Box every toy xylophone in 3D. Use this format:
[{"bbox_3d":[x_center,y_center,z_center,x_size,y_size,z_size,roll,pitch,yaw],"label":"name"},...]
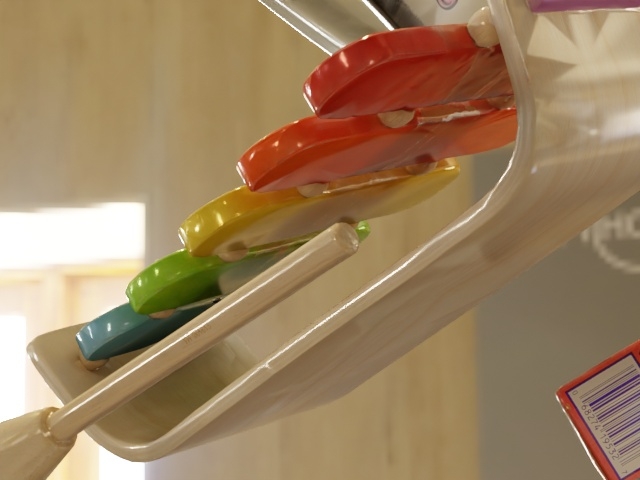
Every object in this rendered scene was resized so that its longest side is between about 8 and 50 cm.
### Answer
[{"bbox_3d":[0.000,0.000,0.720,0.322,0.081,0.236,-36,-15,30],"label":"toy xylophone"}]

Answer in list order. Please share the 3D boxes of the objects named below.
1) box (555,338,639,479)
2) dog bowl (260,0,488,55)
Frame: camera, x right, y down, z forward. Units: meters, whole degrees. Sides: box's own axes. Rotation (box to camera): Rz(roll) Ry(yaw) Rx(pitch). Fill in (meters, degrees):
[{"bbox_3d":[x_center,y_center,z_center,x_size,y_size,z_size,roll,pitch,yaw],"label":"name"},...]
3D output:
[{"bbox_3d":[0.248,0.161,0.820,0.154,0.300,0.142,-33,-15,3],"label":"box"},{"bbox_3d":[-0.029,-0.267,1.174,0.408,0.150,0.408,40,-1,1],"label":"dog bowl"}]
